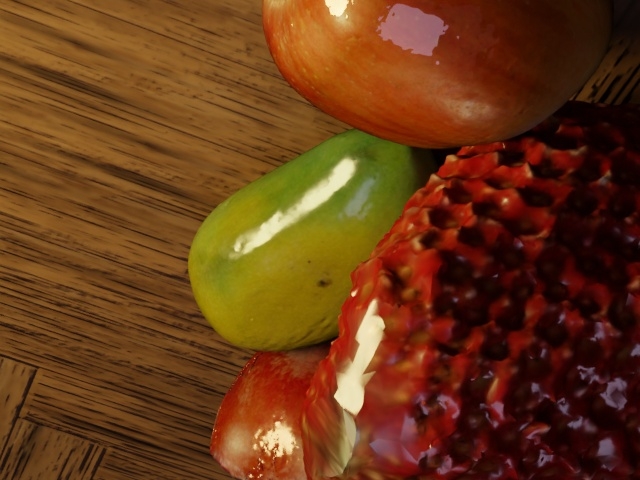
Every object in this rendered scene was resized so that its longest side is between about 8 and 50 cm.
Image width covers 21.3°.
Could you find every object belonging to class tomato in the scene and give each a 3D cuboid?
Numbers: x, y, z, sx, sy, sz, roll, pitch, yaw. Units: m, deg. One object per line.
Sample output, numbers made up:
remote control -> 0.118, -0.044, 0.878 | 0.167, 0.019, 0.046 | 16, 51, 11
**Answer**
tomato -> 0.011, 0.118, 1.281 | 0.189, 0.173, 0.099 | 6, 111, 22

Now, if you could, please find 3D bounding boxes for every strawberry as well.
strawberry -> 0.124, 0.078, 1.034 | 0.267, 0.351, 0.312 | 37, 123, 26

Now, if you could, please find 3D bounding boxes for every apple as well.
apple -> 0.071, -0.135, 0.960 | 0.199, 0.199, 0.199 | 6, 139, 6

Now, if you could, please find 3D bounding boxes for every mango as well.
mango -> 0.004, 0.004, 1.195 | 0.237, 0.091, 0.137 | -28, 131, 36
